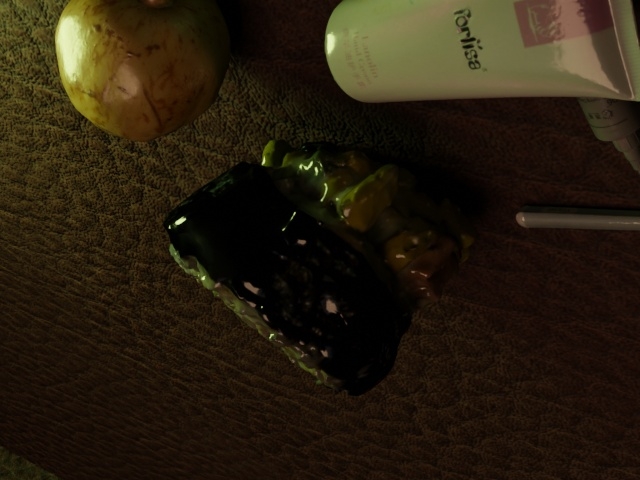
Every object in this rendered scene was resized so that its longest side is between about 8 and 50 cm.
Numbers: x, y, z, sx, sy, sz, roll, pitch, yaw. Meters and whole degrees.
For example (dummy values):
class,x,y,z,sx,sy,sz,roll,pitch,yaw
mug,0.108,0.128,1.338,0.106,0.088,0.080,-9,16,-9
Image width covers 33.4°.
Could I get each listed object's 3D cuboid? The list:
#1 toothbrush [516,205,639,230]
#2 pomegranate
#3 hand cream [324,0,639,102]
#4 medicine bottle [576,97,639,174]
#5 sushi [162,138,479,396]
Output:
class,x,y,z,sx,sy,sz,roll,pitch,yaw
toothbrush,0.375,-0.024,1.199,0.342,0.025,0.030,1,125,41
pomegranate,-0.217,-0.237,1.305,0.215,0.215,0.215,24,144,19
hand cream,0.153,-0.210,1.061,0.358,0.118,0.186,0,111,50
medicine bottle,0.296,-0.146,1.097,0.057,0.058,0.199,-4,129,44
sushi,0.000,0.000,1.335,0.328,0.285,0.328,41,175,-12
